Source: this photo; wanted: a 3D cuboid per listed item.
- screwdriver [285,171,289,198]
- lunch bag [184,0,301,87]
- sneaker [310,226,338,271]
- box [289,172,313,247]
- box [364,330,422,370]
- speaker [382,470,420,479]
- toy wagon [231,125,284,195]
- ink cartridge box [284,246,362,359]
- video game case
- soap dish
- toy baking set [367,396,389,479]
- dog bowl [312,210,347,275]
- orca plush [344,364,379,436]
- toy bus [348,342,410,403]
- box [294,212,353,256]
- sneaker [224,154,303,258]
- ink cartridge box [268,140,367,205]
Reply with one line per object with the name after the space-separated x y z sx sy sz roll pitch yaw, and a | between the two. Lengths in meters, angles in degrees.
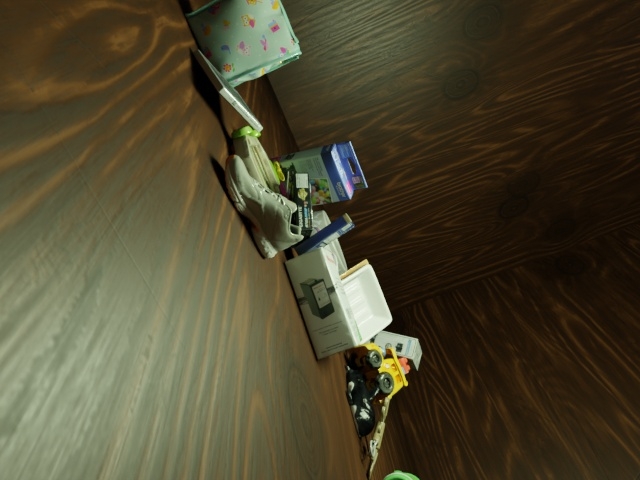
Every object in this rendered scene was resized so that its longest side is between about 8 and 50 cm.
-0.110 -0.142 1.452 0.025 0.024 0.170 -52 150 -70 | screwdriver
-0.210 -0.582 1.273 0.160 0.262 0.224 -87 155 -75 | lunch bag
0.016 0.084 1.693 0.305 0.114 0.152 -105 170 -46 | sneaker
-0.063 -0.086 1.375 0.220 0.051 0.175 119 -32 -74 | box
0.269 0.450 1.887 0.087 0.289 0.169 -69 151 -26 | box
0.259 0.794 1.395 0.297 0.131 0.131 59 12 -59 | speaker
-0.161 -0.183 1.280 0.344 0.068 0.268 -79 148 -80 | toy wagon
0.015 0.182 1.319 0.211 0.121 0.290 41 29 -77 | ink cartridge box
-0.236 -0.384 1.151 0.190 0.022 0.173 56 9 32 | video game case
0.146 0.254 1.807 0.118 0.228 0.291 -8 -72 57 | soap dish
0.173 0.604 1.386 0.197 0.030 0.256 75 30 -57 | toy baking set
0.025 0.020 2.063 0.349 0.102 0.349 -21 90 -85 | dog bowl
0.156 0.523 1.504 0.287 0.102 0.151 -83 151 -77 | orca plush
0.239 0.479 1.708 0.149 0.211 0.221 -32 -102 55 | toy bus
0.000 0.000 1.376 0.037 0.225 0.136 55 4 9 | box
-0.124 -0.088 1.022 0.099 0.120 0.263 -103 170 -58 | sneaker
-0.020 -0.206 1.472 0.065 0.310 0.186 -71 144 -48 | ink cartridge box
